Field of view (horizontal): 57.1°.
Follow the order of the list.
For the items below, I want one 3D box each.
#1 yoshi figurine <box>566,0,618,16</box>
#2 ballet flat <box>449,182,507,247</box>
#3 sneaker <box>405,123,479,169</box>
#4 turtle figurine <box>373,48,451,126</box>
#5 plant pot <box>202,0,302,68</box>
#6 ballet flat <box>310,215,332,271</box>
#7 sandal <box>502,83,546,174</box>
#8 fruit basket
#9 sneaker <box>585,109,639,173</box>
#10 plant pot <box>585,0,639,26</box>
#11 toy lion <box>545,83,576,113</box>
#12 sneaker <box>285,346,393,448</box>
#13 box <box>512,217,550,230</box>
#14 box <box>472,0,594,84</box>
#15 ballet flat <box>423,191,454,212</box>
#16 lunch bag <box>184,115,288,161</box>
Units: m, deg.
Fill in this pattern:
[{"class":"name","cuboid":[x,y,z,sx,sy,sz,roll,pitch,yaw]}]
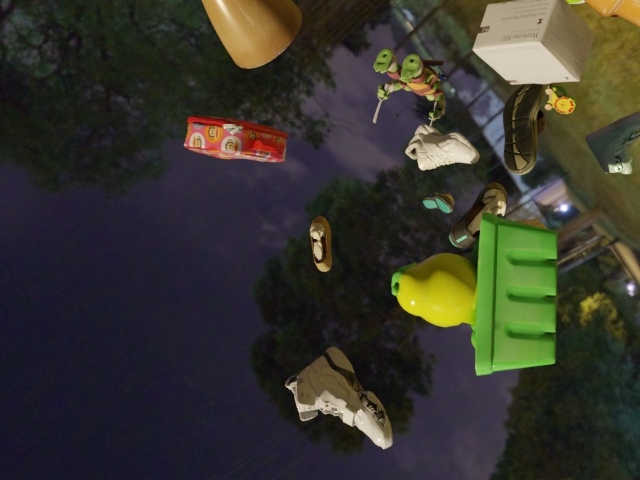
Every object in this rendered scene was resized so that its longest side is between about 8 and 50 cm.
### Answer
[{"class":"yoshi figurine","cuboid":[0.670,-0.738,1.496,0.362,0.203,0.203,20,-168,-13]},{"class":"ballet flat","cuboid":[0.485,-0.080,1.714,0.095,0.096,0.280,44,-116,-3]},{"class":"sneaker","cuboid":[0.316,-0.225,1.549,0.090,0.115,0.232,42,174,-36]},{"class":"turtle figurine","cuboid":[0.251,-0.412,1.681,0.266,0.274,0.198,25,-148,-56]},{"class":"plant pot","cuboid":[-0.214,-0.644,1.584,0.254,0.237,0.237,44,-156,-47]},{"class":"ballet flat","cuboid":[0.000,0.000,2.173,0.073,0.080,0.232,38,-144,-56]},{"class":"sandal","cuboid":[0.592,-0.322,1.691,0.086,0.120,0.303,20,-106,-33]},{"class":"fruit basket","cuboid":[0.363,0.127,1.382,0.392,0.392,0.283,64,-165,18]},{"class":"sneaker","cuboid":[0.864,-0.270,1.622,0.151,0.094,0.256,67,162,5]},{"class":"plant pot","cuboid":[0.456,-0.327,0.712,0.188,0.205,0.205,47,-157,8]},{"class":"toy lion","cuboid":[0.802,-0.468,1.958,0.034,0.096,0.100,-53,-37,-29]},{"class":"sneaker","cuboid":[0.051,0.508,1.783,0.366,0.210,0.137,51,159,36]},{"class":"box","cuboid":[0.583,0.010,1.672,0.203,0.114,0.103,-57,-40,-75]},{"class":"box","cuboid":[0.478,-0.445,1.320,0.181,0.119,0.181,22,176,-39]},{"class":"ballet flat","cuboid":[0.468,-0.153,2.267,0.074,0.074,0.203,47,173,-18]},{"class":"lunch bag","cuboid":[-0.241,-0.304,1.805,0.293,0.258,0.120,-1,-79,-57]}]
